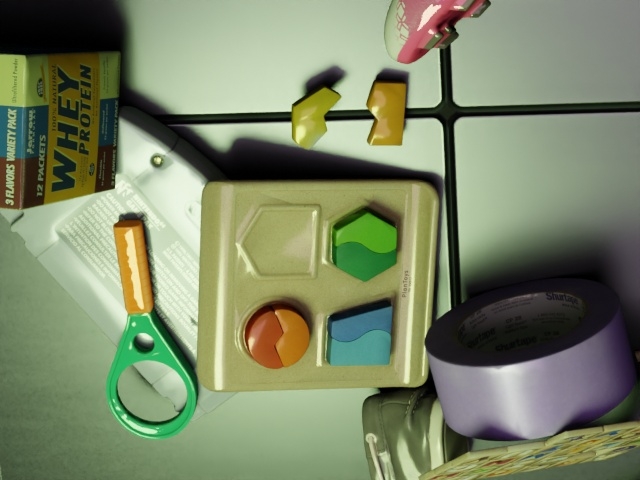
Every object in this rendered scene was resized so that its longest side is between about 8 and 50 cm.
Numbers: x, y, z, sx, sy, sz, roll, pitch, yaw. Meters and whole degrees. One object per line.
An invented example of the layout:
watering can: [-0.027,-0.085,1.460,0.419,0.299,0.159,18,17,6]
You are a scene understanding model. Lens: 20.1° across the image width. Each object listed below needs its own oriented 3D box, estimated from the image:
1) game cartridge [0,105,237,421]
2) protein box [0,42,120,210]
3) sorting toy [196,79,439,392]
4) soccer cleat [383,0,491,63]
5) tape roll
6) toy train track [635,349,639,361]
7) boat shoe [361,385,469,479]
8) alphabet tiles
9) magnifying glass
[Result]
game cartridge: [-0.150,0.020,1.789,0.198,0.062,0.297,-37,103,14]
protein box: [-0.314,-0.111,1.646,0.200,0.201,0.136,5,99,17]
sorting toy: [0.000,0.000,1.727,0.229,0.041,0.307,0,105,-9]
soccer cleat: [0.136,-0.315,1.600,0.143,0.116,0.331,40,109,8]
tape roll: [0.198,0.110,1.705,0.189,0.189,0.080,-12,109,12]
toy train track: [0.352,0.104,1.778,0.083,0.014,0.048,-15,116,19]
boat shoe: [0.103,0.306,1.847,0.095,0.112,0.335,3,107,25]
alphabet tiles: [0.221,0.199,1.703,0.237,0.198,0.009,-6,74,-23]
magnifying glass: [-0.175,0.090,1.781,0.092,0.026,0.231,-3,113,9]
